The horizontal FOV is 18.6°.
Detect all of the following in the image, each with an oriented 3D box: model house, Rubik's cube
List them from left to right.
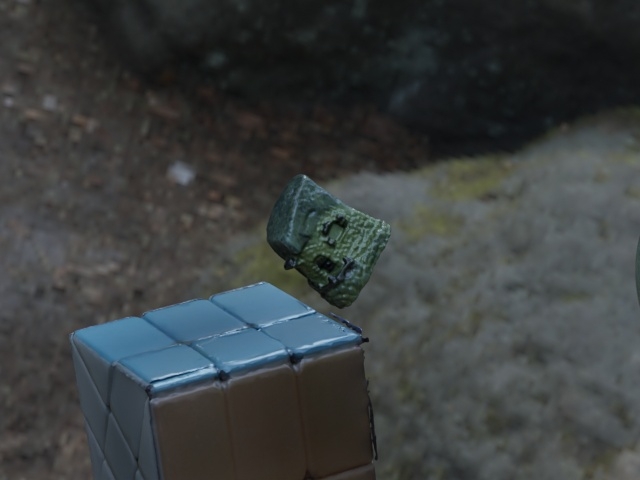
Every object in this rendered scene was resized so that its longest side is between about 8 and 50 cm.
[{"bbox_3d":[-0.092,0.189,1.910,0.224,0.221,0.231,-14,18,-23],"label":"Rubik's cube"},{"bbox_3d":[0.000,0.000,1.536,0.083,0.079,0.066,34,-12,-21],"label":"model house"}]

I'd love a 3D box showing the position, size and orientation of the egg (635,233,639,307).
[{"bbox_3d":[0.336,0.044,1.538,0.168,0.231,0.168,-19,21,8],"label":"egg"}]
